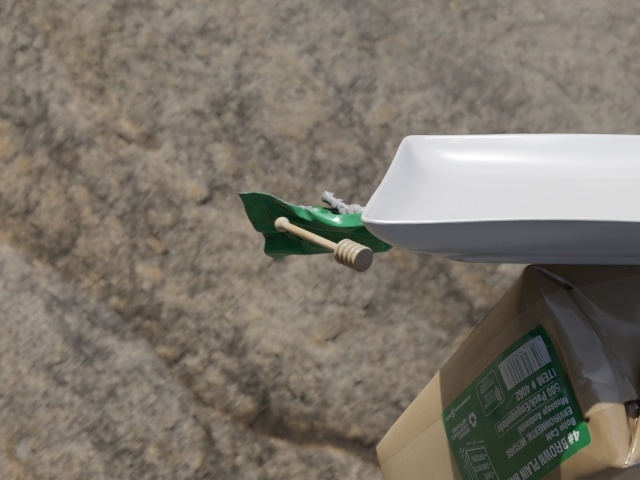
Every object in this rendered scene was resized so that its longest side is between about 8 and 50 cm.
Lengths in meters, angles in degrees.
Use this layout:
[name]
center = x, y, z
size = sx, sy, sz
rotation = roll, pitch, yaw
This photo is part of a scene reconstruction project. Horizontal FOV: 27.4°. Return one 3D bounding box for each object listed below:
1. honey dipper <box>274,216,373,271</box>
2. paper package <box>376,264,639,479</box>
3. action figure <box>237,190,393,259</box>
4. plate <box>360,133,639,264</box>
[honey dipper]
center = 0.000, 0.000, 1.531
size = 0.030, 0.030, 0.161
rotation = -4, 19, -38
[paper package]
center = 0.244, 0.149, 1.073
size = 0.310, 0.325, 0.168
rotation = -9, 62, -28
[action figure]
center = 0.016, -0.020, 1.743
size = 0.137, 0.232, 0.063
rotation = 57, 49, -44
[plate]
center = 0.185, -0.032, 0.975
size = 0.278, 0.045, 0.277
rotation = 0, 16, 10
